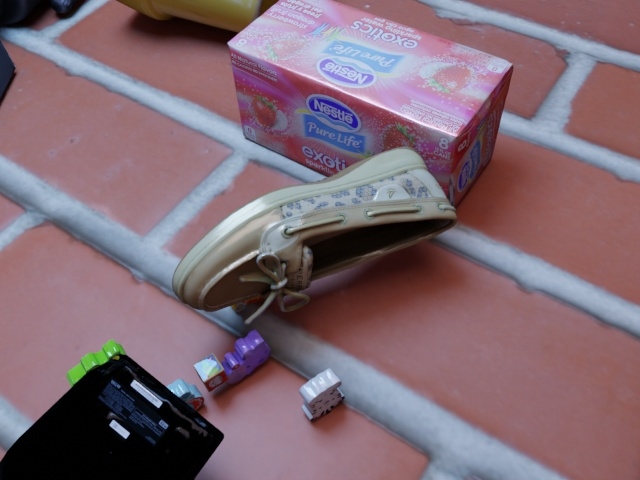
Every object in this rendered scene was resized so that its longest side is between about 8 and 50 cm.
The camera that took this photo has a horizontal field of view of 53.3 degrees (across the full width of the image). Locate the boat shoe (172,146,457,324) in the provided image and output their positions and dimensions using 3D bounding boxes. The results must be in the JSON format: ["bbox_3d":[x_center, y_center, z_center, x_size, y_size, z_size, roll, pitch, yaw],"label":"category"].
[{"bbox_3d":[0.000,0.000,0.610,0.285,0.104,0.089,-27,66,-16],"label":"boat shoe"}]

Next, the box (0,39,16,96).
[{"bbox_3d":[-0.547,-0.182,0.840,0.185,0.103,0.261,-3,52,7],"label":"box"}]

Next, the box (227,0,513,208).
[{"bbox_3d":[0.054,-0.165,0.765,0.300,0.154,0.142,28,58,21],"label":"box"}]

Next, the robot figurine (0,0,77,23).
[{"bbox_3d":[-0.499,-0.458,1.012,0.174,0.209,0.278,-2,49,30],"label":"robot figurine"}]

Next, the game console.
[{"bbox_3d":[-0.104,0.267,0.481,0.361,0.044,0.213,35,82,15],"label":"game console"}]

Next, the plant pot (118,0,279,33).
[{"bbox_3d":[-0.157,-0.423,0.936,0.239,0.254,0.254,28,57,3],"label":"plant pot"}]

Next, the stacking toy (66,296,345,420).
[{"bbox_3d":[-0.107,0.135,0.609,0.221,0.052,0.167,-30,55,-17],"label":"stacking toy"}]
